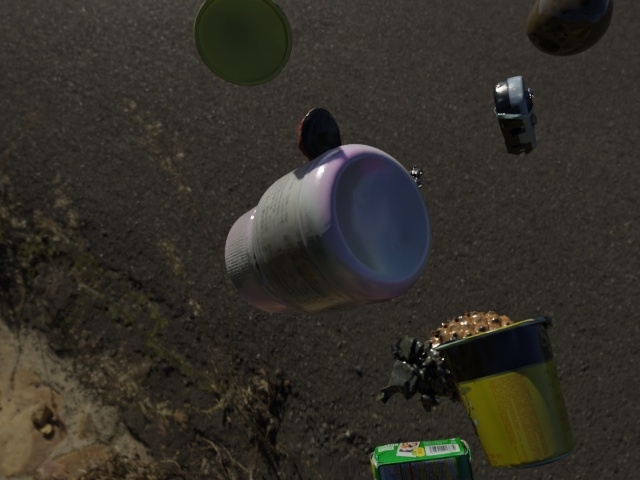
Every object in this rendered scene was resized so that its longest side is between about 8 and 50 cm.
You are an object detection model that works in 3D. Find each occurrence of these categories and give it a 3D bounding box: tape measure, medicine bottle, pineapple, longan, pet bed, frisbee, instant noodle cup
[{"bbox_3d":[0.546,-0.364,1.602,0.107,0.181,0.182,-9,49,25],"label":"tape measure"},{"bbox_3d":[0.000,0.000,0.937,0.241,0.302,0.241,13,69,-35],"label":"medicine bottle"},{"bbox_3d":[0.281,0.281,1.302,0.357,0.223,0.223,-6,48,-21],"label":"pineapple"},{"bbox_3d":[0.655,-0.585,1.498,0.220,0.196,0.196,-31,52,7],"label":"longan"},{"bbox_3d":[-0.003,-0.367,2.030,0.053,0.201,0.201,-3,39,49],"label":"pet bed"},{"bbox_3d":[-0.181,-0.481,1.352,0.236,0.017,0.236,0,89,-18],"label":"frisbee"},{"bbox_3d":[0.342,0.271,1.027,0.215,0.215,0.236,-14,76,-7],"label":"instant noodle cup"}]

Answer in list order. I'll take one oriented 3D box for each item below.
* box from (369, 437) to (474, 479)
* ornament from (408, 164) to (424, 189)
[{"bbox_3d":[0.258,0.603,1.437,0.250,0.103,0.180,-9,87,5],"label":"box"},{"bbox_3d":[0.284,-0.157,2.009,0.106,0.260,0.251,37,83,-10],"label":"ornament"}]
